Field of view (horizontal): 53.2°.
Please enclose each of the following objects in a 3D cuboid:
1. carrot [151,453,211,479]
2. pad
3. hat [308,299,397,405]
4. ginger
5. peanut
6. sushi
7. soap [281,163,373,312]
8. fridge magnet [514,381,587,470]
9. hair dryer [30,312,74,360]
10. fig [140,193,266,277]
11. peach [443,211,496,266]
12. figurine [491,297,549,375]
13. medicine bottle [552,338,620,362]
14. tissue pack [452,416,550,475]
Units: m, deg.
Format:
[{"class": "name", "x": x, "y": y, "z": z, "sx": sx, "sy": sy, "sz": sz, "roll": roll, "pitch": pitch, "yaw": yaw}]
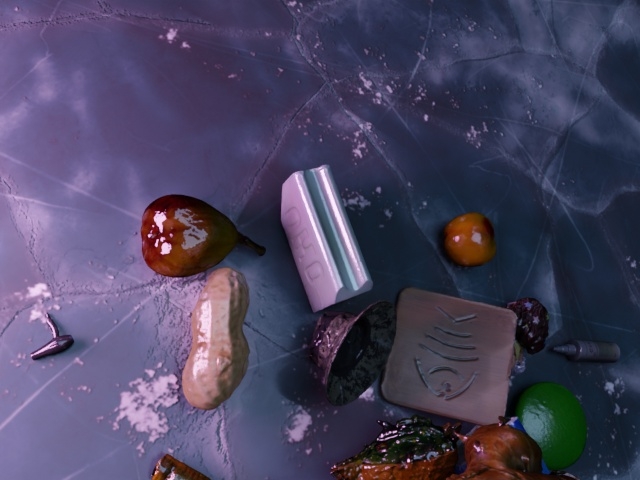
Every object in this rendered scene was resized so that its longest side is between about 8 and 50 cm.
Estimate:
[{"class": "carrot", "x": -0.212, "y": 0.503, "z": 1.226, "sx": 0.260, "sy": 0.070, "sz": 0.070, "roll": 38, "pitch": 64, "yaw": -7}, {"class": "pad", "x": 0.297, "y": 0.263, "z": 1.475, "sx": 0.287, "sy": 0.018, "sz": 0.284, "roll": 12, "pitch": 68, "yaw": 6}, {"class": "hat", "x": 0.047, "y": 0.221, "z": 1.375, "sx": 0.128, "sy": 0.265, "sz": 0.265, "roll": 21, "pitch": 60, "yaw": 29}, {"class": "ginger", "x": 0.305, "y": 0.470, "z": 1.196, "sx": 0.418, "sy": 0.176, "sz": 0.254, "roll": -8, "pitch": 37, "yaw": -37}, {"class": "peanut", "x": -0.203, "y": 0.194, "z": 1.288, "sx": 0.130, "sy": 0.130, "sz": 0.290, "roll": 10, "pitch": 71, "yaw": -20}, {"class": "sushi", "x": 0.164, "y": 0.455, "z": 1.359, "sx": 0.287, "sy": 0.149, "sz": 0.140, "roll": -9, "pitch": 105, "yaw": 1}, {"class": "soap", "x": 0.000, "y": 0.000, "z": 1.404, "sx": 0.095, "sy": 0.173, "sz": 0.289, "roll": -16, "pitch": 81, "yaw": -25}, {"class": "fridge magnet", "x": 0.554, "y": 0.448, "z": 1.549, "sx": 0.208, "sy": 0.088, "sz": 0.208, "roll": 7, "pitch": 71, "yaw": -20}, {"class": "hair dryer", "x": -0.521, "y": 0.180, "z": 1.220, "sx": 0.079, "sy": 0.031, "sz": 0.083, "roll": -23, "pitch": 70, "yaw": -18}, {"class": "fig", "x": -0.234, "y": -0.002, "z": 1.336, "sx": 0.274, "sy": 0.145, "sz": 0.170, "roll": 7, "pitch": 72, "yaw": -33}, {"class": "peach", "x": 0.369, "y": -0.003, "z": 1.588, "sx": 0.138, "sy": 0.138, "sz": 0.138, "roll": 7, "pitch": 72, "yaw": -21}, {"class": "figurine", "x": 0.472, "y": 0.238, "z": 1.562, "sx": 0.175, "sy": 0.116, "sz": 0.240, "roll": 46, "pitch": 63, "yaw": -4}, {"class": "medicine bottle", "x": 0.688, "y": 0.288, "z": 1.670, "sx": 0.199, "sy": 0.057, "sz": 0.057, "roll": 8, "pitch": 72, "yaw": -20}, {"class": "tissue pack", "x": 0.409, "y": 0.556, "z": 1.423, "sx": 0.198, "sy": 0.146, "sz": 0.263, "roll": -29, "pitch": 86, "yaw": -28}]
